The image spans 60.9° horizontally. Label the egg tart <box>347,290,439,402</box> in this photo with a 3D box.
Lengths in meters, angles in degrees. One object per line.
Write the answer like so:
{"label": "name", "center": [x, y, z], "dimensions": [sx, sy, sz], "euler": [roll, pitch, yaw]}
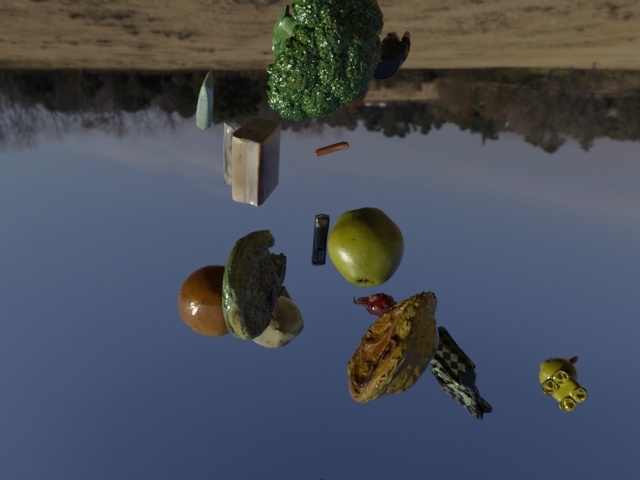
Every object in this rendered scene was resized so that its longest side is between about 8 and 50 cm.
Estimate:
{"label": "egg tart", "center": [0.213, 0.320, 1.565], "dimensions": [0.153, 0.339, 0.352], "euler": [38, -132, -7]}

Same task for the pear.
{"label": "pear", "center": [0.166, 0.026, 1.990], "dimensions": [0.294, 0.294, 0.294], "euler": [1, -165, 0]}

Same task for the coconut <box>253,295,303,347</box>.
{"label": "coconut", "center": [-0.173, 0.310, 2.061], "dimensions": [0.224, 0.224, 0.224], "euler": [1, -165, 0]}

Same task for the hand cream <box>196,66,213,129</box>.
{"label": "hand cream", "center": [-0.348, -0.424, 1.652], "dimensions": [0.049, 0.205, 0.078], "euler": [17, -125, -5]}

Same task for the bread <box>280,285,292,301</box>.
{"label": "bread", "center": [-0.279, 0.330, 2.694], "dimensions": [0.196, 0.239, 0.252], "euler": [8, -142, 43]}

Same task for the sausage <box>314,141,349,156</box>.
{"label": "sausage", "center": [0.044, -0.372, 2.213], "dimensions": [0.147, 0.035, 0.030], "euler": [-14, -140, 8]}

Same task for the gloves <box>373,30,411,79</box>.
{"label": "gloves", "center": [0.263, -0.689, 1.995], "dimensions": [0.124, 0.164, 0.203], "euler": [33, -137, -26]}

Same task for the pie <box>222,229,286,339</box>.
{"label": "pie", "center": [-0.177, 0.122, 1.473], "dimensions": [0.066, 0.303, 0.302], "euler": [6, -164, 22]}

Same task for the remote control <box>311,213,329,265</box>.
{"label": "remote control", "center": [0.000, 0.000, 2.052], "dimensions": [0.059, 0.212, 0.028], "euler": [-1, -154, -11]}

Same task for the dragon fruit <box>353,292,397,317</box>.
{"label": "dragon fruit", "center": [0.195, 0.234, 2.009], "dimensions": [0.190, 0.094, 0.094], "euler": [8, -164, 33]}

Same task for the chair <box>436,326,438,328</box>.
{"label": "chair", "center": [0.394, 0.311, 2.027], "dimensions": [0.086, 0.037, 0.042], "euler": [18, -139, -4]}

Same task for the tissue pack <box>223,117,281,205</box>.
{"label": "tissue pack", "center": [-0.299, -0.336, 2.255], "dimensions": [0.238, 0.306, 0.239], "euler": [4, -142, -3]}

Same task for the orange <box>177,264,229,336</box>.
{"label": "orange", "center": [-0.381, 0.219, 1.944], "dimensions": [0.264, 0.264, 0.264], "euler": [1, -165, 0]}

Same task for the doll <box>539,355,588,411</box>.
{"label": "doll", "center": [0.703, 0.402, 1.585], "dimensions": [0.135, 0.143, 0.221], "euler": [43, -165, 15]}

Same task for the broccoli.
{"label": "broccoli", "center": [0.013, -0.503, 1.450], "dimensions": [0.320, 0.413, 0.310], "euler": [-4, -128, -12]}

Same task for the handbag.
{"label": "handbag", "center": [0.660, 0.648, 2.600], "dimensions": [0.180, 0.416, 0.317], "euler": [-34, -141, -7]}
